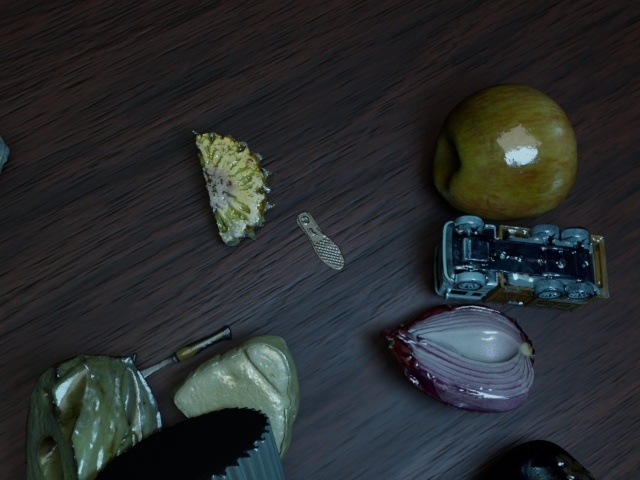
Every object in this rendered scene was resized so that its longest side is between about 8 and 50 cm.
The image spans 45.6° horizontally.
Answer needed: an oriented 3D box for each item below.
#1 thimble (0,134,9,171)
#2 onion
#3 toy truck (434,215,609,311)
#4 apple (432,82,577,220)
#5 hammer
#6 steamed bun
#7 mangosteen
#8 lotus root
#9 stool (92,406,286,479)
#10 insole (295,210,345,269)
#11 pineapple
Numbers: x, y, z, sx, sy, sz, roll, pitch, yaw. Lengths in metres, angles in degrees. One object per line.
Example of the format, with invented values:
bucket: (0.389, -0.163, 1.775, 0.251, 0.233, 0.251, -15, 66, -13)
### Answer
thimble: (-0.692, -0.166, 1.345, 0.229, 0.148, 0.196, 21, 78, -1)
onion: (0.239, 0.218, 1.385, 0.284, 0.120, 0.227, 11, 37, -2)
toy truck: (0.361, 0.054, 1.423, 0.306, 0.162, 0.136, 6, 66, -6)
apple: (0.331, -0.156, 1.414, 0.264, 0.264, 0.264, 1, 79, -7)
hammer: (-0.255, 0.206, 1.389, 0.201, 0.021, 0.078, -27, 83, -12)
steamed bun: (-0.117, 0.265, 1.348, 0.231, 0.110, 0.212, 39, 100, -2)
mangosteen: (0.384, 0.482, 1.328, 0.243, 0.243, 0.242, 1, 79, -7)
lotus root: (-0.389, 0.355, 1.294, 0.210, 0.142, 0.314, 13, 69, -43)
stool: (-0.164, 0.476, 1.191, 0.297, 0.297, 0.330, -21, 100, -11)
insole: (0.000, 0.000, 1.471, 0.045, 0.002, 0.135, -35, 85, -13)
pineapple: (-0.150, -0.112, 1.440, 0.135, 0.079, 0.233, -18, 87, -2)
